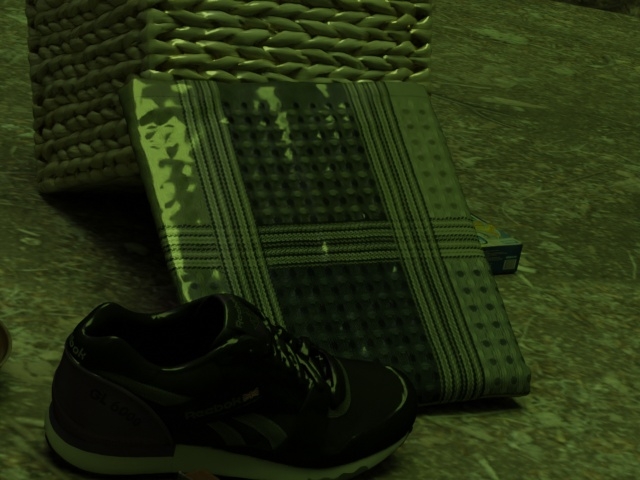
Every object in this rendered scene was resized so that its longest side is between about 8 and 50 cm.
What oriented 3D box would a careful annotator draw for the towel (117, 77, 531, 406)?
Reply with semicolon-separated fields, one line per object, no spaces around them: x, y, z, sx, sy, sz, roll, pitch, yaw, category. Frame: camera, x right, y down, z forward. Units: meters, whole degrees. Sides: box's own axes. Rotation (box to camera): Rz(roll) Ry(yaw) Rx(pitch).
0.000;0.000;1.364;0.312;0.056;0.324;-2;61;-27;towel

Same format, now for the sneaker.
-0.048;0.100;1.146;0.283;0.124;0.107;0;38;-24;sneaker

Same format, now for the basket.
-0.098;-0.185;1.586;0.331;0.267;0.328;0;-2;-31;basket

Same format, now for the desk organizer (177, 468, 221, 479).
-0.034;0.193;1.040;0.130;0.047;0.050;25;22;34;desk organizer

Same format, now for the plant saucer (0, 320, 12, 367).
-0.332;0.083;1.197;0.198;0.036;0.198;10;20;-4;plant saucer

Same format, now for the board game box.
0.091;-0.002;1.664;0.201;0.035;0.136;-4;25;-36;board game box
